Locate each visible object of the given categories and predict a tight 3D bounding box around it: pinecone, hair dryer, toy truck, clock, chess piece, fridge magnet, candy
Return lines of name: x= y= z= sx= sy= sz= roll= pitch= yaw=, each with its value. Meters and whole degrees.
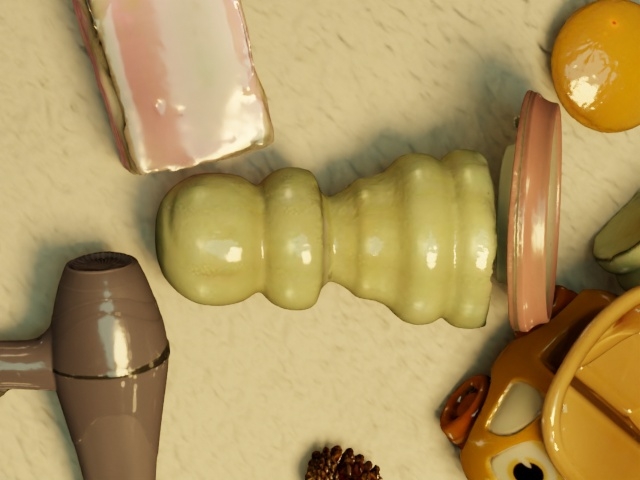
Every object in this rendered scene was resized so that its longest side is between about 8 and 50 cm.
pinecone: x=0.024 y=0.250 z=1.771 sx=0.083 sy=0.077 sz=0.077 roll=1 pitch=96 yaw=-32
hair dryer: x=-0.326 y=0.171 z=1.672 sx=0.361 sy=0.121 sz=0.301 roll=-3 pitch=106 yaw=-5
toy truck: x=0.282 y=0.174 z=1.759 sx=0.204 sy=0.211 sz=0.288 roll=40 pitch=82 yaw=-14
clock: x=0.209 y=-0.030 z=1.708 sx=0.056 sy=0.244 sz=0.244 roll=2 pitch=97 yaw=11
chess piece: x=0.415 y=0.061 z=1.817 sx=0.133 sy=0.133 sz=0.243 roll=-43 pitch=103 yaw=-6
chess piece: x=0.000 y=0.000 z=1.696 sx=0.330 sy=0.182 sz=0.182 roll=0 pitch=97 yaw=-9
fridge magnet: x=0.308 y=-0.185 z=1.798 sx=0.143 sy=0.063 sz=0.143 roll=-2 pitch=97 yaw=-16
candy: x=-0.150 y=-0.202 z=1.648 sx=0.155 sy=0.116 sz=0.265 roll=-18 pitch=100 yaw=-13
